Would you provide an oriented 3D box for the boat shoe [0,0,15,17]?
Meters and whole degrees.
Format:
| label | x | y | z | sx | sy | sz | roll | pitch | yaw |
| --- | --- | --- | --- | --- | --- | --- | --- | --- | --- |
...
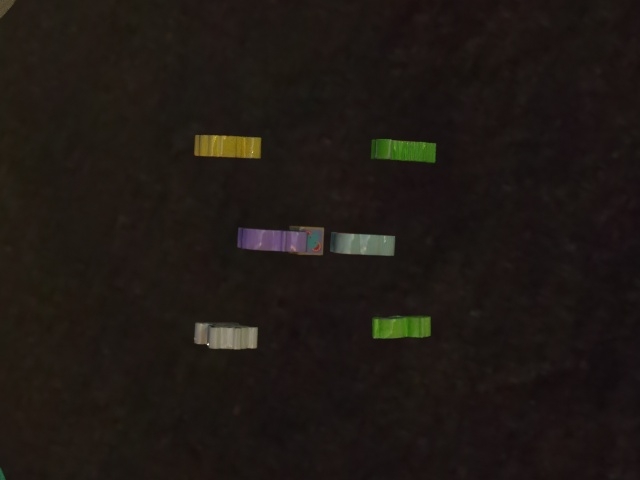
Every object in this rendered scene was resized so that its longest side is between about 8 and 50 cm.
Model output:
| label | x | y | z | sx | sy | sz | roll | pitch | yaw |
| --- | --- | --- | --- | --- | --- | --- | --- | --- | --- |
| boat shoe | -0.141 | -0.067 | 0.406 | 0.219 | 0.078 | 0.070 | -51 | -6 | 8 |

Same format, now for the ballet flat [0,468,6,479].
| label | x | y | z | sx | sy | sz | roll | pitch | yaw |
| --- | --- | --- | --- | --- | --- | --- | --- | --- | --- |
| ballet flat | -0.266 | 0.217 | 1.048 | 0.077 | 0.077 | 0.231 | -38 | -15 | -31 |

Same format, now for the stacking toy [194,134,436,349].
| label | x | y | z | sx | sy | sz | roll | pitch | yaw |
| --- | --- | --- | --- | --- | --- | --- | --- | --- | --- |
| stacking toy | 0.000 | 0.000 | 1.195 | 0.052 | 0.221 | 0.167 | 7 | 96 | 64 |
